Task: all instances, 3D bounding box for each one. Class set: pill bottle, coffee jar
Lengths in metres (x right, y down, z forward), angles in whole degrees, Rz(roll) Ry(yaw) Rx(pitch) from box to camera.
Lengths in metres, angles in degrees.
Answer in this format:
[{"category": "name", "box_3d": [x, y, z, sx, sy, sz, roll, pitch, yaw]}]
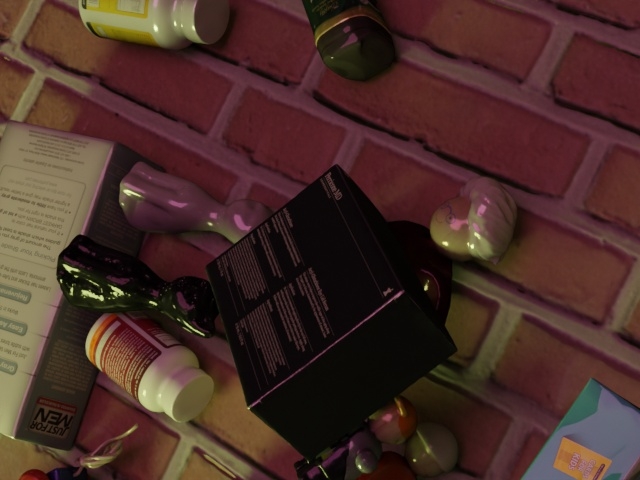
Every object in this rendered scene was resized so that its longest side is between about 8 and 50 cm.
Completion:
[{"category": "pill bottle", "box_3d": [-0.211, -0.298, 1.753, 0.184, 0.103, 0.103, 14, 82, 31]}, {"category": "coffee jar", "box_3d": [0.023, -0.280, 1.624, 0.079, 0.096, 0.184, -29, 62, 21]}, {"category": "pill bottle", "box_3d": [-0.199, 0.147, 1.616, 0.152, 0.086, 0.086, 34, 92, 33]}]

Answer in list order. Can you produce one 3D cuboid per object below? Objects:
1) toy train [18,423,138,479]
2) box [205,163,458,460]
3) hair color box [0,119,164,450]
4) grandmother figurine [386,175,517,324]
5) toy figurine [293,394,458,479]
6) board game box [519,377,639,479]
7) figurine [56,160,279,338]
[{"category": "toy train", "box_3d": [-0.290, 0.332, 1.604, 0.248, 0.105, 0.143, -29, 73, 18]}, {"category": "box", "box_3d": [0.003, 0.064, 1.371, 0.184, 0.103, 0.261, -40, 31, 10]}, {"category": "hair color box", "box_3d": [-0.351, 0.053, 1.713, 0.185, 0.113, 0.374, 13, 80, 31]}, {"category": "grandmother figurine", "box_3d": [0.069, 0.054, 1.489, 0.342, 0.104, 0.208, -38, 55, 14]}, {"category": "toy figurine", "box_3d": [0.096, 0.263, 1.347, 0.148, 0.209, 0.213, -35, 58, 1]}, {"category": "board game box", "box_3d": [0.215, 0.303, 1.242, 0.079, 0.254, 0.336, 35, 93, 32]}, {"category": "figurine", "box_3d": [-0.163, 0.012, 1.611, 0.209, 0.092, 0.215, 16, 53, 25]}]
